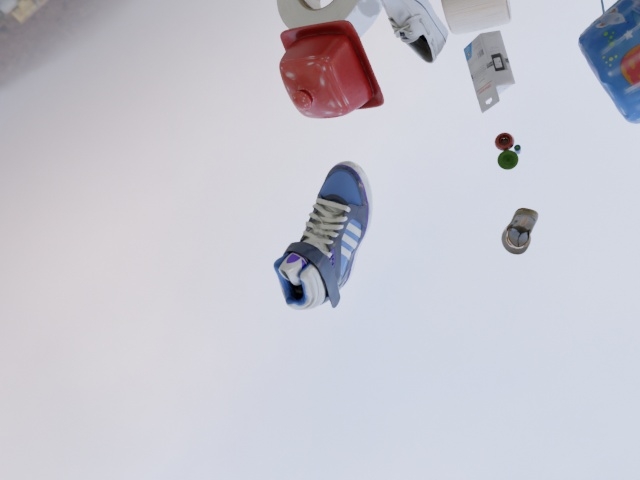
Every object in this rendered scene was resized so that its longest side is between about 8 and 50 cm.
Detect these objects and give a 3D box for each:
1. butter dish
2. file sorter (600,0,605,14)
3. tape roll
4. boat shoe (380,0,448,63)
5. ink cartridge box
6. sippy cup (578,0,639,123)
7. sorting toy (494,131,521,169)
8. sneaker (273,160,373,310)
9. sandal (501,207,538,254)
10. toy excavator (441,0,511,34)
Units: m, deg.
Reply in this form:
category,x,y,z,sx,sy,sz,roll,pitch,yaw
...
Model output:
category,x,y,z,sx,sy,sz,roll,pitch,yaw
butter dish,-0.003,-0.252,1.208,0.160,0.160,0.118,4,-135,40
file sorter,0.611,-0.453,1.377,0.170,0.104,0.118,-23,-121,46
tape roll,0.026,-0.635,1.902,0.286,0.100,0.286,-5,-99,36
boat shoe,0.202,-0.491,1.712,0.096,0.267,0.088,14,-99,34
ink cartridge box,0.433,-0.427,1.924,0.060,0.180,0.104,-13,175,-16
sippy cup,0.517,-0.295,1.115,0.224,0.240,0.305,-32,-162,25
sorting toy,0.466,-0.218,1.871,0.061,0.042,0.102,-9,-106,16
sneaker,0.000,0.000,1.646,0.130,0.323,0.236,20,-156,24
sandal,0.472,-0.012,1.794,0.072,0.180,0.049,10,-121,5
toy excavator,0.177,-0.556,0.974,0.222,0.445,0.433,-9,-136,19
